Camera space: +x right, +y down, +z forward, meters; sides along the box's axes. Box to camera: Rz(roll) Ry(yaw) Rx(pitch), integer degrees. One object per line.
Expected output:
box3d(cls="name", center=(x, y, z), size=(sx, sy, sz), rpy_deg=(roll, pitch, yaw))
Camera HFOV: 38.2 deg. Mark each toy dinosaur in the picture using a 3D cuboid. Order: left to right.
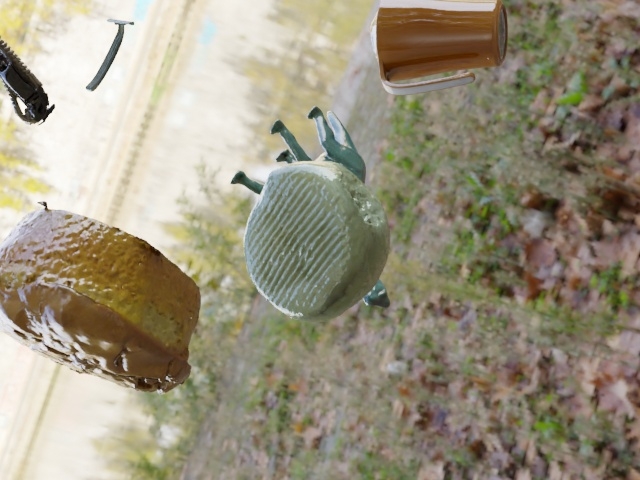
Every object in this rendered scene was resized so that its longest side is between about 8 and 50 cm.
box3d(cls="toy dinosaur", center=(0.053, -0.066, 1.528), size=(0.383, 0.331, 0.129), rpy_deg=(-38, -15, -52))

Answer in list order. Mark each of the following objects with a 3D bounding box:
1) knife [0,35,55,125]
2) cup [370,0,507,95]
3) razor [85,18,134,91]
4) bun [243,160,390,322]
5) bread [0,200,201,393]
box3d(cls="knife", center=(-0.684, -0.393, 1.902), size=(0.089, 0.365, 0.043), rpy_deg=(-36, 11, 8))
box3d(cls="cup", center=(0.234, -0.395, 1.864), size=(0.182, 0.264, 0.226), rpy_deg=(54, -137, -58))
box3d(cls="razor", center=(-0.483, -0.417, 2.100), size=(0.037, 0.068, 0.191), rpy_deg=(47, -122, -60))
box3d(cls="bun", center=(0.002, -0.002, 1.236), size=(0.221, 0.108, 0.221), rpy_deg=(8, 103, 37))
box3d(cls="bread", center=(-0.390, 0.116, 1.580), size=(0.398, 0.398, 0.215), rpy_deg=(-37, 30, 66))
